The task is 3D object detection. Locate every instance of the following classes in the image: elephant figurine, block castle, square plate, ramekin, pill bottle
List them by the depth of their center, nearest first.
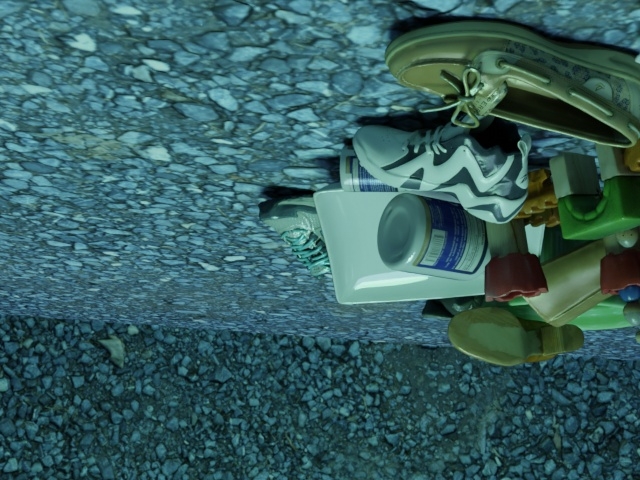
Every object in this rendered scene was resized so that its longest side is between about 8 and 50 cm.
[{"bbox_3d":[0.438,-0.013,1.094,0.303,0.212,0.453,-1,167,-27],"label":"block castle"},{"bbox_3d":[0.091,-0.101,1.238,0.120,0.067,0.067,1,166,11],"label":"pill bottle"},{"bbox_3d":[0.187,0.000,1.277,0.187,0.111,0.112,10,165,-27],"label":"pill bottle"},{"bbox_3d":[0.180,-0.008,1.415,0.348,0.049,0.344,-5,147,5],"label":"square plate"},{"bbox_3d":[0.456,0.073,1.667,0.304,0.148,0.303,4,166,1],"label":"ramekin"},{"bbox_3d":[0.290,0.113,1.900,0.239,0.169,0.186,11,147,50],"label":"elephant figurine"}]

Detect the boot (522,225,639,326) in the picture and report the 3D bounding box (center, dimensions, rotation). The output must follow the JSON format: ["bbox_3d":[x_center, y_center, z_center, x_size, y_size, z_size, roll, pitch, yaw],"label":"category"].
[{"bbox_3d":[0.493,0.063,1.445,0.270,0.089,0.236,-36,115,24],"label":"boot"}]

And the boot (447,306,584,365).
[{"bbox_3d":[0.317,0.190,1.649,0.295,0.104,0.211,6,166,-24],"label":"boot"}]

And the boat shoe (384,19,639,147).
[{"bbox_3d":[0.207,-0.161,0.924,0.286,0.089,0.104,6,166,-7],"label":"boat shoe"}]

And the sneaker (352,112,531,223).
[{"bbox_3d":[0.155,-0.128,1.098,0.235,0.094,0.153,29,140,19],"label":"sneaker"}]

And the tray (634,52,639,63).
[{"bbox_3d":[0.460,-0.194,0.850,0.271,0.030,0.145,6,165,-9],"label":"tray"}]

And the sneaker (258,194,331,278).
[{"bbox_3d":[0.000,0.000,1.548,0.110,0.122,0.283,-8,162,39],"label":"sneaker"}]

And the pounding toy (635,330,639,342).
[{"bbox_3d":[0.549,0.121,1.099,0.237,0.110,0.183,25,170,-8],"label":"pounding toy"}]
